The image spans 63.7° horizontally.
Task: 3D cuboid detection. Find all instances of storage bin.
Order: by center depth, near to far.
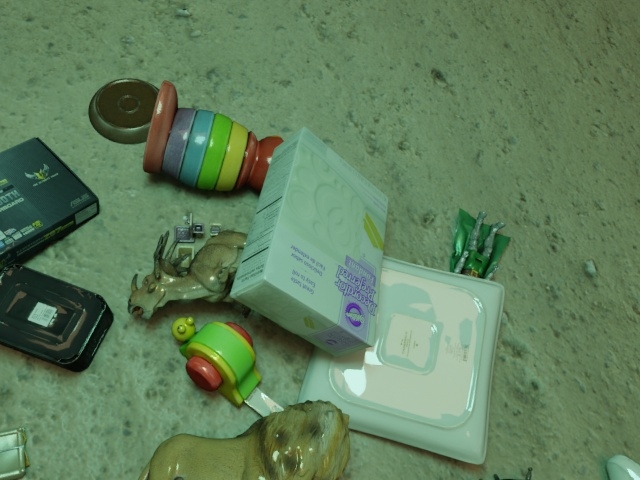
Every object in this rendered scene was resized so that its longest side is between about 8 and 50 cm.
[{"bbox_3d":[-0.460,0.132,0.867,0.180,0.084,0.122,21,64,-1],"label":"storage bin"}]

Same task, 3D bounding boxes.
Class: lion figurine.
[{"bbox_3d":[-0.152,0.354,0.780,0.391,0.142,0.240,-1,48,11],"label":"lion figurine"}]

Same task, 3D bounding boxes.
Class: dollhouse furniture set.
[{"bbox_3d":[-0.535,0.346,0.791,0.151,0.059,0.076,-3,58,-34],"label":"dollhouse furniture set"},{"bbox_3d":[-0.234,0.009,0.971,0.090,0.081,0.115,2,66,-11],"label":"dollhouse furniture set"}]

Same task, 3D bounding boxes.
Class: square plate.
[{"bbox_3d":[0.162,0.192,0.962,0.343,0.049,0.348,14,66,5],"label":"square plate"}]

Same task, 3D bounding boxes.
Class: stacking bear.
[{"bbox_3d":[-0.187,-0.174,1.026,0.288,0.175,0.165,15,78,-15],"label":"stacking bear"}]

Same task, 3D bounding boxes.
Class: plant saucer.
[{"bbox_3d":[-0.405,-0.282,1.093,0.168,0.029,0.169,5,67,-11],"label":"plant saucer"}]

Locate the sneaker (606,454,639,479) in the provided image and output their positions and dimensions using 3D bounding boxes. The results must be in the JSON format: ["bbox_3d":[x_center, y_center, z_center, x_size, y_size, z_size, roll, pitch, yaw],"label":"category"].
[{"bbox_3d":[0.552,0.508,0.916,0.115,0.090,0.232,-5,67,-10],"label":"sneaker"}]

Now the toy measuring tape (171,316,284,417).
[{"bbox_3d":[-0.121,0.234,0.873,0.330,0.121,0.121,37,64,7],"label":"toy measuring tape"}]

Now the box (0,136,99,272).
[{"bbox_3d":[-0.555,-0.065,0.928,0.183,0.059,0.232,43,54,9],"label":"box"}]

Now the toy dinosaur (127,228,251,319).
[{"bbox_3d":[-0.187,0.038,0.926,0.200,0.127,0.295,22,33,28],"label":"toy dinosaur"}]

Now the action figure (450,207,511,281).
[{"bbox_3d":[0.323,0.053,1.085,0.137,0.063,0.232,26,67,-3],"label":"action figure"}]

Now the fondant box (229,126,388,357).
[{"bbox_3d":[0.000,0.000,0.899,0.238,0.096,0.331,35,48,-29],"label":"fondant box"}]

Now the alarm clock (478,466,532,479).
[{"bbox_3d":[0.343,0.502,0.886,0.129,0.064,0.192,-5,65,-14],"label":"alarm clock"}]
